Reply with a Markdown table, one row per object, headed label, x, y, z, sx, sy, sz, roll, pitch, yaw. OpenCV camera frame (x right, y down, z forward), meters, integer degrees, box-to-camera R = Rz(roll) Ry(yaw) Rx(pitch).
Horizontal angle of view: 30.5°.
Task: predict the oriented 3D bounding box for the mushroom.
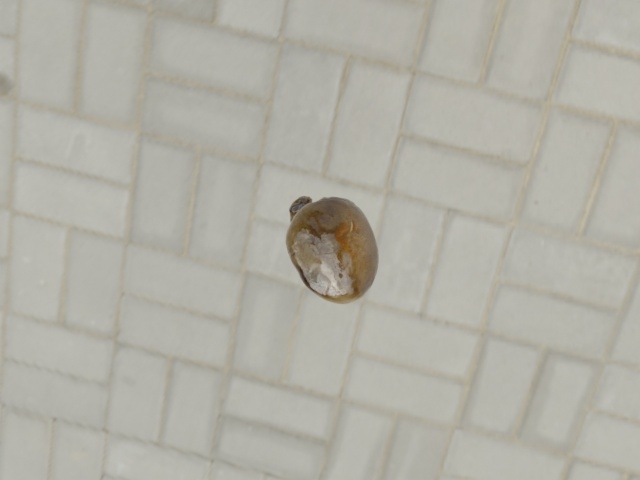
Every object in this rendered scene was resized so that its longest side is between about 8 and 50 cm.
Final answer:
| label | x | y | z | sx | sy | sz | roll | pitch | yaw |
| --- | --- | --- | --- | --- | --- | --- | --- | --- | --- |
| mushroom | 0.004 | -0.008 | 1.029 | 0.088 | 0.129 | 0.073 | -1 | 130 | -27 |
